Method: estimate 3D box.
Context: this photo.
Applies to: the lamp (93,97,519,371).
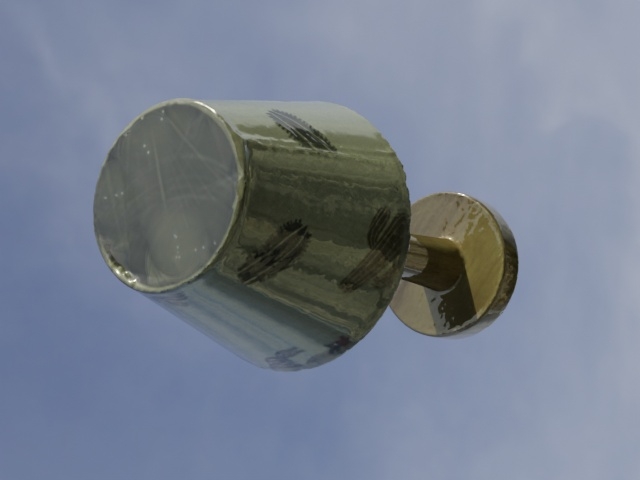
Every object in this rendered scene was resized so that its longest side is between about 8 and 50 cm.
[{"bbox_3d":[0.000,0.000,0.841,0.215,0.121,0.121,13,-94,-53],"label":"lamp"}]
